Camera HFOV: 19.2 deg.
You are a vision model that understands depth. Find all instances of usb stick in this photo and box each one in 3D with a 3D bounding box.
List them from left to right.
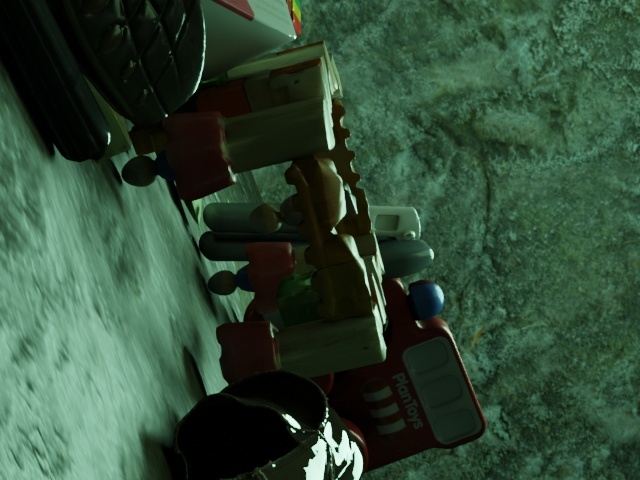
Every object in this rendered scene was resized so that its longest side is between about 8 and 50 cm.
[{"bbox_3d":[-0.222,-0.172,1.387,0.077,0.045,0.278,-111,178,-49],"label":"usb stick"}]

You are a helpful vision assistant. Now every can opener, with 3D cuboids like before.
[{"bbox_3d":[0.000,0.000,2.268,0.095,0.283,0.076,-132,-132,-58],"label":"can opener"}]

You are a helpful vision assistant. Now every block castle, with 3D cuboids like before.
[{"bbox_3d":[-0.064,-0.030,1.981,0.453,0.213,0.303,-81,158,-78],"label":"block castle"}]

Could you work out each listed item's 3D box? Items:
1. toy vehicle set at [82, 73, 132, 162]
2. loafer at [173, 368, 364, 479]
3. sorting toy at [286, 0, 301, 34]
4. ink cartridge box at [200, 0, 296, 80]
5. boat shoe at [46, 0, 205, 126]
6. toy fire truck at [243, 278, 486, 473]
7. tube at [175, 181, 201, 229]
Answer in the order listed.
[{"bbox_3d":[-0.234,-0.216,1.670,0.166,0.035,0.267,67,3,-50],"label":"toy vehicle set"},{"bbox_3d":[-0.043,0.166,1.470,0.366,0.134,0.130,-104,173,-75],"label":"loafer"},{"bbox_3d":[-0.143,-0.307,2.325,0.257,0.255,0.089,37,53,-85],"label":"sorting toy"},{"bbox_3d":[-0.151,-0.322,1.853,0.207,0.117,0.283,17,53,-63],"label":"ink cartridge box"},{"bbox_3d":[-0.200,-0.241,1.467,0.120,0.122,0.324,2,-55,49],"label":"boat shoe"},{"bbox_3d":[0.051,0.156,2.368,0.169,0.254,0.302,-107,176,-66],"label":"toy fire truck"},{"bbox_3d":[-0.172,-0.136,2.266,0.070,0.062,0.240,14,53,-45],"label":"tube"}]
